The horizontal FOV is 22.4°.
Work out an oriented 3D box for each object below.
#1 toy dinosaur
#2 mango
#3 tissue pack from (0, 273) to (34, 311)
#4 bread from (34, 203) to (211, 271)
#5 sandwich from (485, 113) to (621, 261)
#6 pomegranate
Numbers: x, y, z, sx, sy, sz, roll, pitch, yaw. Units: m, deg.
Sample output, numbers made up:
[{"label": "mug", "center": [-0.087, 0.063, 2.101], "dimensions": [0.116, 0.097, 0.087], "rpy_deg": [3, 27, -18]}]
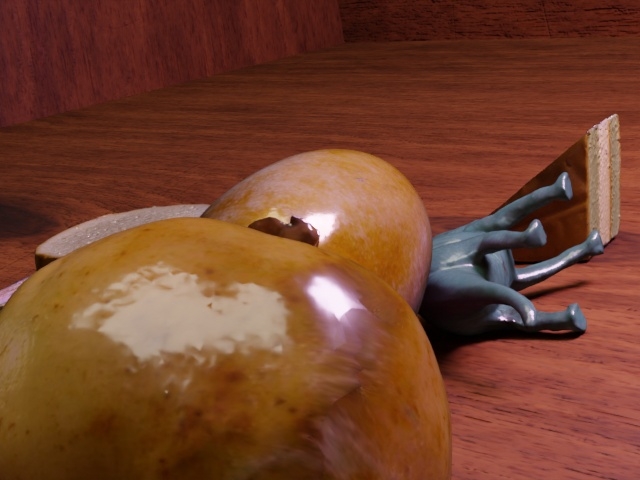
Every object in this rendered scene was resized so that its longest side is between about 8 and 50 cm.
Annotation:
[{"label": "toy dinosaur", "center": [0.092, 0.049, 1.569], "dimensions": [0.331, 0.129, 0.383], "rpy_deg": [-15, 11, 24]}, {"label": "mango", "center": [-0.008, 0.029, 1.409], "dimensions": [0.199, 0.221, 0.384], "rpy_deg": [21, 15, 8]}, {"label": "tissue pack", "center": [-0.260, 0.092, 1.529], "dimensions": [0.065, 0.115, 0.155], "rpy_deg": [-5, 14, 28]}, {"label": "bread", "center": [-0.220, 0.018, 1.923], "dimensions": [0.236, 0.070, 0.236], "rpy_deg": [-9, 14, 2]}, {"label": "sandwich", "center": [0.230, -0.057, 1.773], "dimensions": [0.187, 0.144, 0.117], "rpy_deg": [-1, 13, 29]}, {"label": "pomegranate", "center": [-0.063, 0.126, 0.933], "dimensions": [0.307, 0.307, 0.307], "rpy_deg": [-9, 13, 2]}]
